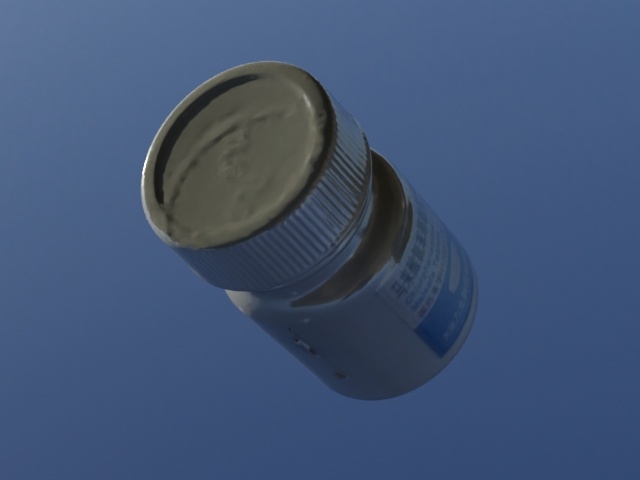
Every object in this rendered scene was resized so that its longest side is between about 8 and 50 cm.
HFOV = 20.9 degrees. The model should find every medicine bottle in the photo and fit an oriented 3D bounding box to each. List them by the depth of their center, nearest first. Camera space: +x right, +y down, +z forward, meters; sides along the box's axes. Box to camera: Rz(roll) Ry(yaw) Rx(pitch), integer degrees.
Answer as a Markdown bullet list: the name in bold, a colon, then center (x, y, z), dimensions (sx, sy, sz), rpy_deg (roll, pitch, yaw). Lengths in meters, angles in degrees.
- **medicine bottle**: center (0.000, 0.000, 0.829), dimensions (0.105, 0.168, 0.105), rpy_deg (-16, -125, 24)
